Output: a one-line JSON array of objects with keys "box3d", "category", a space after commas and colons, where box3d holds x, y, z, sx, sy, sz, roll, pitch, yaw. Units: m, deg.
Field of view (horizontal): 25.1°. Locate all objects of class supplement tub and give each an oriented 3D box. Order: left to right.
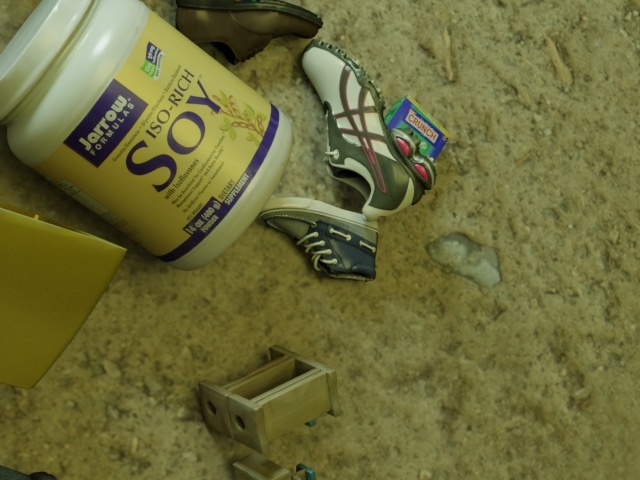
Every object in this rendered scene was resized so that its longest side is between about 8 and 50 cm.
[{"box3d": [-0.224, -0.144, 1.734, 0.331, 0.241, 0.241, 36, 63, -20], "category": "supplement tub"}]

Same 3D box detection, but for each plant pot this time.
[{"box3d": [-0.380, 0.050, 1.611, 0.212, 0.212, 0.187, 20, 88, -40], "category": "plant pot"}]

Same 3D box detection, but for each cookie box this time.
[{"box3d": [0.123, -0.139, 2.060, 0.092, 0.040, 0.107, 42, 61, -16], "category": "cookie box"}]

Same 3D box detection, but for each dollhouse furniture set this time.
[{"box3d": [-0.058, 0.253, 1.837, 0.129, 0.129, 0.184, -23, 116, -33], "category": "dollhouse furniture set"}]

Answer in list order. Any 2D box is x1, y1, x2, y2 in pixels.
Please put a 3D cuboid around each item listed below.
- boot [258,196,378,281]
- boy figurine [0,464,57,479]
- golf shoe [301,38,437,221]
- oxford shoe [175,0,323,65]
[{"box3d": [0.000, 0.000, 1.938, 0.190, 0.069, 0.086, 11, 68, -30], "category": "boot"}, {"box3d": [-0.440, 0.283, 1.603, 0.285, 0.092, 0.177, 16, 75, -31], "category": "boy figurine"}, {"box3d": [0.042, -0.154, 1.961, 0.120, 0.105, 0.273, -34, 76, -9], "category": "golf shoe"}, {"box3d": [-0.099, -0.285, 1.948, 0.227, 0.083, 0.096, 0, 101, -32], "category": "oxford shoe"}]
